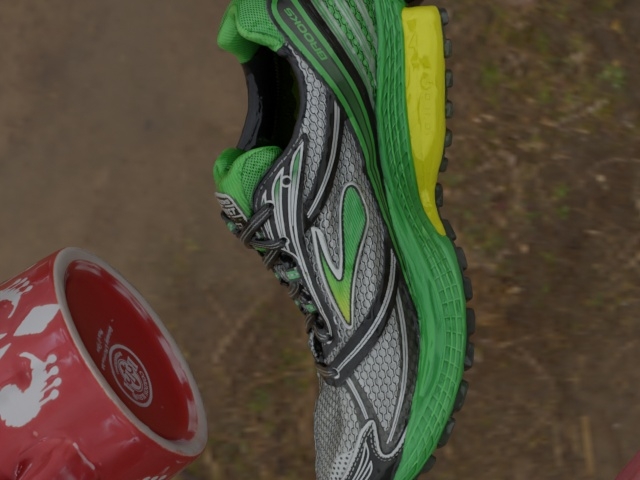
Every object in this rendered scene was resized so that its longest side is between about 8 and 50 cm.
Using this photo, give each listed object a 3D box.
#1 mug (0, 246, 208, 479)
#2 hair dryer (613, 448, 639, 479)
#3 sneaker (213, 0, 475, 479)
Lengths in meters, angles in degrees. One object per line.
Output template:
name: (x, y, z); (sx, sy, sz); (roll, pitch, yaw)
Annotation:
mug: (-0.128, 0.099, 0.710); (0.169, 0.113, 0.150); (-34, 54, 13)
hair dryer: (0.133, 0.192, 0.672); (0.080, 0.223, 0.294); (-10, 75, 39)
sneaker: (0.000, 0.000, 1.204); (0.134, 0.146, 0.344); (2, 99, 64)
